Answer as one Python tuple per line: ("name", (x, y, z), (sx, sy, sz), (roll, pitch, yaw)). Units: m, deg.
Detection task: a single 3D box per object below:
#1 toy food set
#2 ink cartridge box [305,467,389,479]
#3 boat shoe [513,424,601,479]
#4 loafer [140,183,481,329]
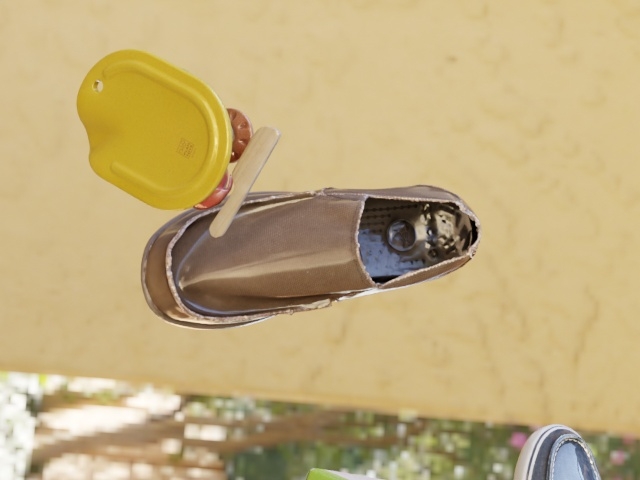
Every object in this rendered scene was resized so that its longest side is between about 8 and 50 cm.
("toy food set", (-0.125, -0.093, 1.621), (0.071, 0.218, 0.128), (-1, 118, -60))
("ink cartridge box", (0.115, 0.283, 1.540), (0.255, 0.189, 0.097), (21, 88, -55))
("boat shoe", (0.171, 0.194, 1.113), (0.083, 0.065, 0.183), (-44, -142, 52))
("loafer", (0.000, 0.000, 1.752), (0.130, 0.366, 0.134), (165, -88, -70))
